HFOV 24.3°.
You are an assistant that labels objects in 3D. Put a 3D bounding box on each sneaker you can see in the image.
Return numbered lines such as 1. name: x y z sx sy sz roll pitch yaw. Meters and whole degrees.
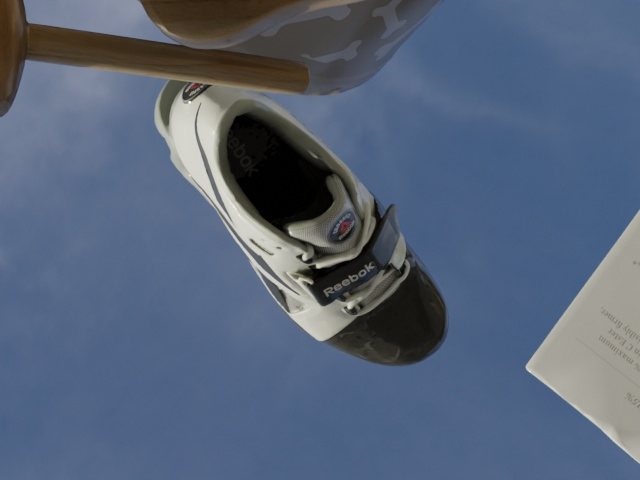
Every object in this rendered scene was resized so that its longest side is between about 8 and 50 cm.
1. sneaker: 0.000 0.000 1.205 0.122 0.146 0.330 -47 -67 -5

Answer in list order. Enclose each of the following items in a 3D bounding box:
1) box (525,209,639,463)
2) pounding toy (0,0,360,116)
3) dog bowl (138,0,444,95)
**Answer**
1. box: 0.350 0.024 1.067 0.215 0.168 0.345 40 -79 25
2. pounding toy: -0.025 -0.148 0.540 0.269 0.155 0.154 -16 -103 8
3. dog bowl: -0.029 -0.265 0.908 0.349 0.102 0.349 29 -134 -35
